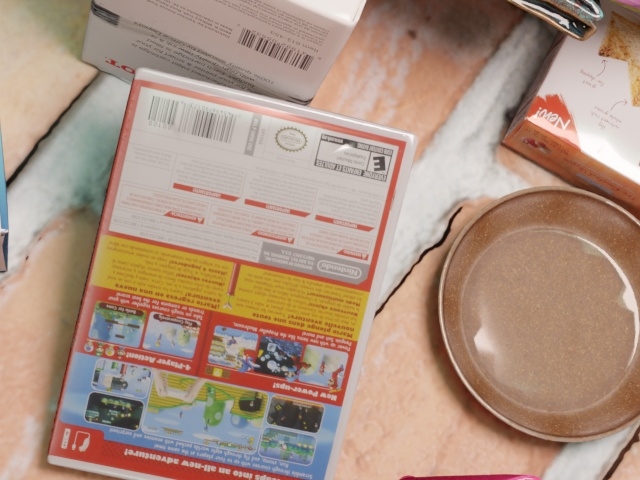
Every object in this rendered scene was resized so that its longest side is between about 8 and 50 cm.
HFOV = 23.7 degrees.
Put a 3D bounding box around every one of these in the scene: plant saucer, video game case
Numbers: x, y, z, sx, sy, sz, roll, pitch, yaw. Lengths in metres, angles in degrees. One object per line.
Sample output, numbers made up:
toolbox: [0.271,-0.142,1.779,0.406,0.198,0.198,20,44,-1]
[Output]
plant saucer: [0.181,0.057,1.171,0.199,0.036,0.198,3,77,-11]
video game case: [-0.063,0.039,1.075,0.204,0.025,0.285,13,96,-9]

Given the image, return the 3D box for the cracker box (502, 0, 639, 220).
cracker box: [0.267,-0.143,1.214,0.156,0.067,0.232,29,74,-2]

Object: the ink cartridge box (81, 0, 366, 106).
ink cartridge box: [-0.064,-0.176,1.071,0.172,0.237,0.100,24,70,-5]

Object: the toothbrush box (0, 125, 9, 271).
toothbrush box: [-0.335,-0.123,1.057,0.216,0.126,0.295,-4,76,-13]

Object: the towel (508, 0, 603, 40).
towel: [0.046,-0.282,1.133,0.370,0.271,0.040,29,114,-4]

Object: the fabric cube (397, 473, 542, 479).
fabric cube: [0.032,0.304,0.950,0.254,0.258,0.259,-21,87,-15]

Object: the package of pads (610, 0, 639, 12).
package of pads: [0.264,-0.266,1.089,0.296,0.101,0.229,8,68,-45]
